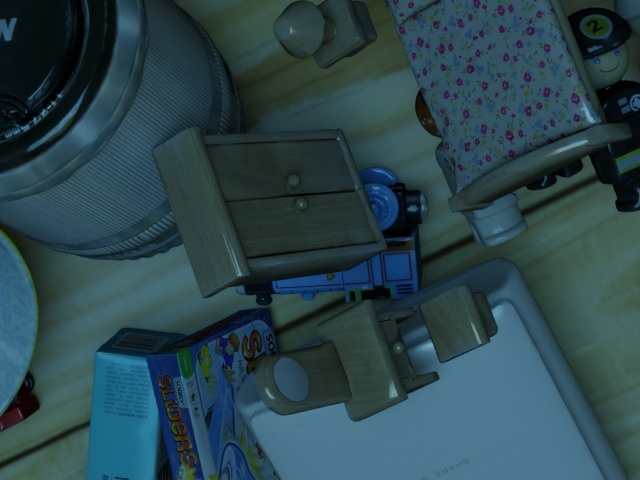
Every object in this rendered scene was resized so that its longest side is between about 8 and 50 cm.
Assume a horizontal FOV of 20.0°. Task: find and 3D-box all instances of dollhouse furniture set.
[{"bbox_3d":[0.077,-0.068,1.245,0.355,0.173,0.303,-29,77,38],"label":"dollhouse furniture set"}]

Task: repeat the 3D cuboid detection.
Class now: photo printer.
[{"bbox_3d":[0.111,0.197,1.493,0.256,0.107,0.308,-25,111,11],"label":"photo printer"}]

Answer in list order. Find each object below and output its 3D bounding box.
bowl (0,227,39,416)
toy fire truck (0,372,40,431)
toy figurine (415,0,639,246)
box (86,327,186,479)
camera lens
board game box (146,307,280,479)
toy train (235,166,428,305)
[{"bbox_3d":[-0.388,0.051,1.460,0.289,0.156,0.290,-17,127,-23],"label":"bowl"},{"bbox_3d":[-0.321,0.135,1.579,0.135,0.047,0.192,-25,94,13],"label":"toy fire truck"},{"bbox_3d":[0.189,-0.107,1.394,0.209,0.213,0.148,-15,105,36],"label":"toy figurine"},{"bbox_3d":[-0.161,0.204,1.549,0.060,0.100,0.244,7,100,6],"label":"box"},{"bbox_3d":[-0.195,-0.111,1.379,0.219,0.274,0.219,-5,74,18],"label":"camera lens"},{"bbox_3d":[-0.072,0.171,1.517,0.035,0.136,0.201,-6,101,34],"label":"board game box"},{"bbox_3d":[0.000,0.000,1.510,0.184,0.080,0.105,-4,105,6],"label":"toy train"}]
